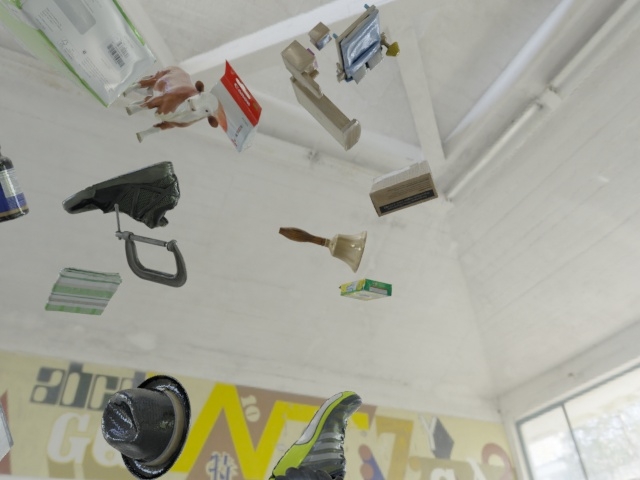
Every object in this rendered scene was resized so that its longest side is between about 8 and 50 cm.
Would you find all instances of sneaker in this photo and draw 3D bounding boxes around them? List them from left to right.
[{"bbox_3d":[-0.387,-0.067,1.006,0.227,0.087,0.130,-18,-76,-7],"label":"sneaker"},{"bbox_3d":[0.015,0.457,1.096,0.121,0.300,0.111,28,-43,21],"label":"sneaker"}]

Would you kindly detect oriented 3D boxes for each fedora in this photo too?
[{"bbox_3d":[-0.544,0.544,1.507,0.334,0.334,0.152,-26,-38,26],"label":"fedora"}]

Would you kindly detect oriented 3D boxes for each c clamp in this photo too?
[{"bbox_3d":[-0.306,0.018,0.904,0.160,0.022,0.137,16,-63,20],"label":"c clamp"}]

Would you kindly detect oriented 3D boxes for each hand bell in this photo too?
[{"bbox_3d":[0.000,0.000,1.434,0.242,0.126,0.126,16,-41,-2],"label":"hand bell"}]

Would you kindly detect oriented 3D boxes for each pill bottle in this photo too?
[{"bbox_3d":[-0.923,-0.166,1.426,0.123,0.123,0.219,-8,-71,6],"label":"pill bottle"}]

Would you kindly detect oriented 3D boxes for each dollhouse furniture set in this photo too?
[{"bbox_3d":[0.101,-0.423,1.233,0.303,0.198,0.286,-43,-11,-2],"label":"dollhouse furniture set"}]

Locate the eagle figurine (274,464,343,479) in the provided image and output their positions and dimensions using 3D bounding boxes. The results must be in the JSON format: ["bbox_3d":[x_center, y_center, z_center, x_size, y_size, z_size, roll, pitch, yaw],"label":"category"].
[{"bbox_3d":[-0.013,0.426,0.568,0.226,0.225,0.298,-6,0,-11],"label":"eagle figurine"}]

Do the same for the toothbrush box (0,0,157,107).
[{"bbox_3d":[-0.428,-0.366,0.790,0.283,0.122,0.206,33,-14,26],"label":"toothbrush box"}]

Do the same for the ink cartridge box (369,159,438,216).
[{"bbox_3d":[0.265,-0.170,1.606,0.193,0.235,0.088,-19,-75,16],"label":"ink cartridge box"}]

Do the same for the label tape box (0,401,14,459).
[{"bbox_3d":[-0.726,0.403,0.901,0.106,0.334,0.241,4,-65,5],"label":"label tape box"}]

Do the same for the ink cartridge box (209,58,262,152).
[{"bbox_3d":[-0.201,-0.303,1.165,0.045,0.145,0.179,-33,-6,-20],"label":"ink cartridge box"}]

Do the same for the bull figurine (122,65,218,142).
[{"bbox_3d":[-0.345,-0.317,1.155,0.188,0.310,0.101,-21,-53,-12],"label":"bull figurine"}]

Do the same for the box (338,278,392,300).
[{"bbox_3d":[0.139,0.162,1.629,0.105,0.043,0.179,14,-16,-23],"label":"box"}]

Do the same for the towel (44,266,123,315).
[{"bbox_3d":[-0.469,0.101,0.996,0.113,0.023,0.152,14,-41,-33],"label":"towel"}]
